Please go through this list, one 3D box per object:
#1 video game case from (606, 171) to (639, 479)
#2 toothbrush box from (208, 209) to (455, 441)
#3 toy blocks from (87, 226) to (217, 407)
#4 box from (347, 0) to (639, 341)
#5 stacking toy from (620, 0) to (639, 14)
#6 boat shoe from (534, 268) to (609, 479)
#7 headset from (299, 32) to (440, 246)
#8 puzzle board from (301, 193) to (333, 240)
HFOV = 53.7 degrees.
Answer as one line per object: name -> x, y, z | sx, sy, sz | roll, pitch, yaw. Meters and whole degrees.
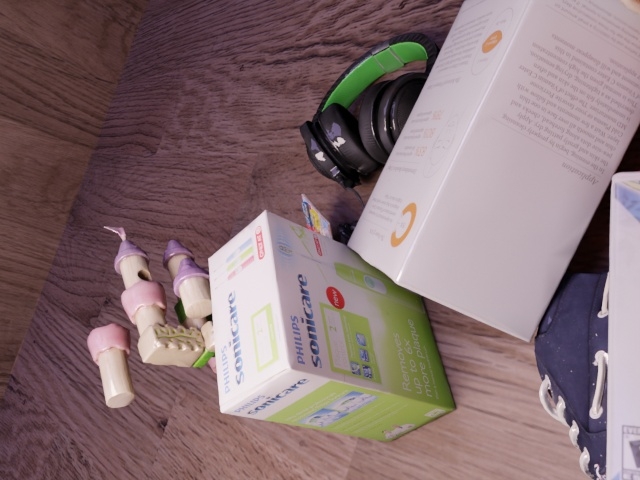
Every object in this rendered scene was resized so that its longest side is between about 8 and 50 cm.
video game case -> 0.390, 0.078, 0.460 | 0.329, 0.036, 0.299 | 0, 66, 27
toothbrush box -> 0.014, 0.116, 0.784 | 0.122, 0.283, 0.206 | -38, 46, 32
toy blocks -> -0.187, 0.083, 1.026 | 0.309, 0.289, 0.260 | -49, 47, 26
box -> 0.196, -0.097, 0.714 | 0.345, 0.168, 0.215 | -64, 13, 4
stacking toy -> 0.437, -0.160, 0.379 | 0.351, 0.351, 0.479 | -40, 54, 30
boat shoe -> 0.279, 0.178, 0.594 | 0.158, 0.127, 0.340 | -7, 59, 55
headset -> 0.093, -0.143, 0.973 | 0.244, 0.185, 0.394 | -17, 44, 39
puzzle board -> 0.000, 0.000, 1.002 | 0.011, 0.128, 0.096 | -23, 40, -14
